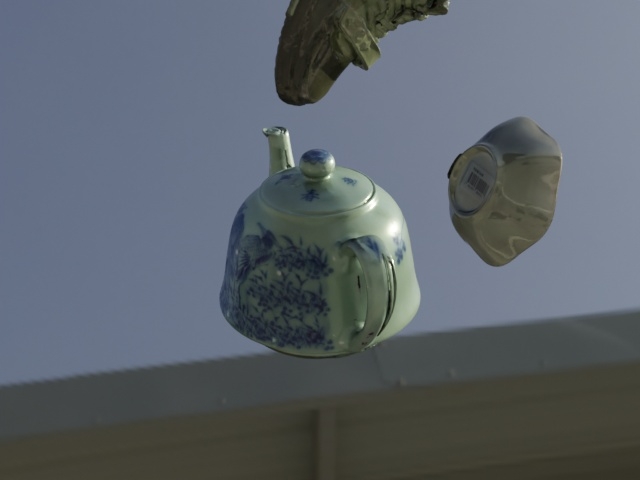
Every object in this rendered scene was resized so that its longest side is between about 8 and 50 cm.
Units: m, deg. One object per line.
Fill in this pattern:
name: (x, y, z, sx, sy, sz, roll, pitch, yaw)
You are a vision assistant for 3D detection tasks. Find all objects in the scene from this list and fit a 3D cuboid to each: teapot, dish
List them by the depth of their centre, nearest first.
teapot: (0.000, 0.000, 1.018, 0.158, 0.232, 0.159, -11, -60, -19)
dish: (0.208, -0.067, 1.633, 0.066, 0.191, 0.191, 14, -47, -31)

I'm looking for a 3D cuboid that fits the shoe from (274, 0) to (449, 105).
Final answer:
shoe: (0.069, -0.266, 1.476, 0.149, 0.293, 0.109, 21, -12, 23)
